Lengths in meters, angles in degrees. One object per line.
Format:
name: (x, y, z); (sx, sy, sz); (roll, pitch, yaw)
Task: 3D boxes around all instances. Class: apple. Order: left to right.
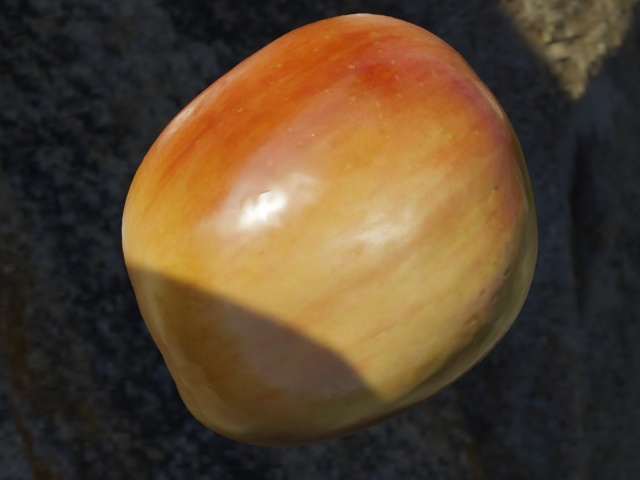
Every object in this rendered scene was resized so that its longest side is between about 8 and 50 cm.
apple: (0.000, 0.000, 0.786); (0.199, 0.199, 0.199); (11, 76, -47)
